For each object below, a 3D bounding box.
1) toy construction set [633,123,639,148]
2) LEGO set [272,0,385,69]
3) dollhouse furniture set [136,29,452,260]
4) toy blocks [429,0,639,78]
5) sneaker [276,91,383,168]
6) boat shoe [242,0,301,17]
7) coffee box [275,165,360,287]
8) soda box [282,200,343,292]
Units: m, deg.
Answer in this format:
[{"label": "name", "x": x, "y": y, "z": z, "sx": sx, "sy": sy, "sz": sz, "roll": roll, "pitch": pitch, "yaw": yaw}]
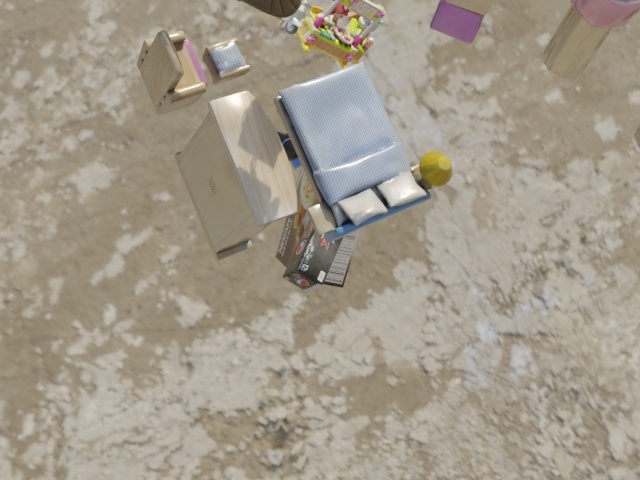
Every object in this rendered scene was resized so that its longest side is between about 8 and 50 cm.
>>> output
[{"label": "toy construction set", "x": 0.524, "y": -0.048, "z": 1.274, "sx": 0.257, "sy": 0.237, "sz": 0.309, "roll": -39, "pitch": 75, "yaw": -19}, {"label": "LEGO set", "x": 0.047, "y": -0.337, "z": 1.507, "sx": 0.107, "sy": 0.287, "sz": 0.132, "roll": -44, "pitch": 73, "yaw": 28}, {"label": "dollhouse furniture set", "x": -0.005, "y": -0.150, "z": 1.153, "sx": 0.303, "sy": 0.198, "sz": 0.286, "roll": -21, "pitch": 86, "yaw": -23}, {"label": "toy blocks", "x": 0.156, "y": -0.346, "z": 0.848, "sx": 0.308, "sy": 0.260, "sz": 0.289, "roll": 18, "pitch": 61, "yaw": -2}, {"label": "sneaker", "x": 0.015, "y": -0.239, "z": 1.976, "sx": 0.232, "sy": 0.081, "sz": 0.090, "roll": -37, "pitch": 99, "yaw": -12}, {"label": "boat shoe", "x": -0.089, "y": -0.280, "z": 1.067, "sx": 0.152, "sy": 0.049, "sz": 0.056, "roll": 32, "pitch": 100, "yaw": 0}, {"label": "coffee box", "x": 0.011, "y": -0.055, "z": 1.867, "sx": 0.141, "sy": 0.098, "sz": 0.247, "roll": -136, "pitch": 61, "yaw": -64}, {"label": "soda box", "x": 0.000, "y": 0.000, "z": 1.680, "sx": 0.060, "sy": 0.053, "sz": 0.169, "roll": -31, "pitch": 30, "yaw": 57}]
